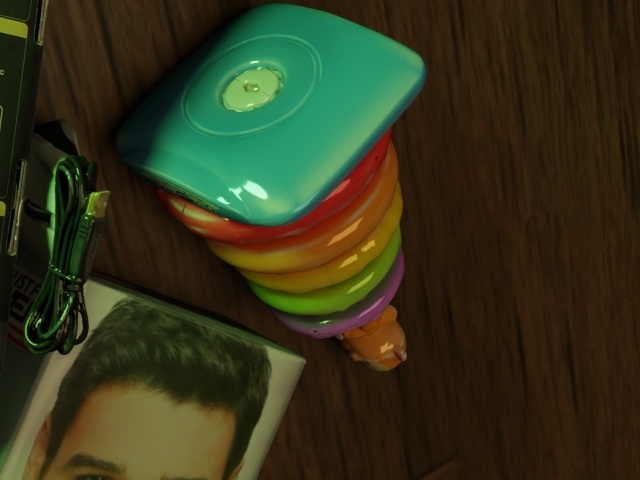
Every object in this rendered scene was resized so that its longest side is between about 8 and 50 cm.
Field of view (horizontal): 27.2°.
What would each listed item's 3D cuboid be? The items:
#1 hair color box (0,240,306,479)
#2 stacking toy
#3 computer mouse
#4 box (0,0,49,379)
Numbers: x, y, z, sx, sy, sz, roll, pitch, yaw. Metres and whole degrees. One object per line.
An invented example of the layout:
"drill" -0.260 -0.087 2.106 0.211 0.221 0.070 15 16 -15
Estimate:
"hair color box" -0.176 0.208 0.863 0.185 0.113 0.375 24 88 -38
"stacking toy" 0.000 0.000 0.929 0.166 0.175 0.302 -48 140 -21
"computer mouse" -0.161 -0.019 0.767 0.042 0.193 0.106 5 109 -20
"box" -0.331 -0.097 0.638 0.394 0.097 0.318 7 90 -38
